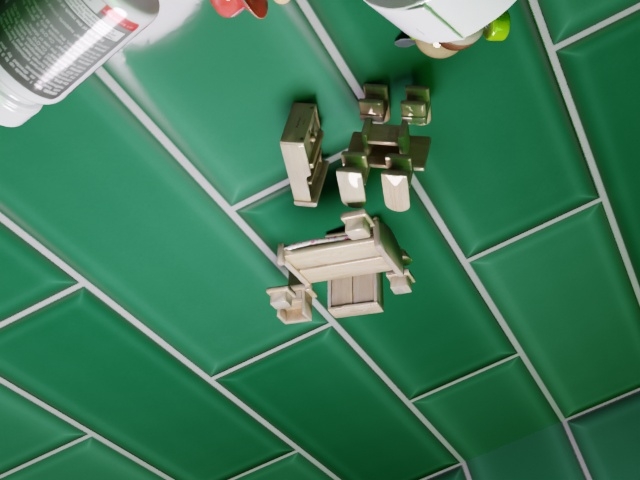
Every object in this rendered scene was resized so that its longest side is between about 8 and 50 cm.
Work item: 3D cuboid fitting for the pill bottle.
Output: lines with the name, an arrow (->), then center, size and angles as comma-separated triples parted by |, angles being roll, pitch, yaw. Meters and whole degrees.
pill bottle -> -0.381, -0.297, 1.393 | 0.283, 0.161, 0.161 | -34, 139, 21

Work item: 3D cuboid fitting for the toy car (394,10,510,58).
toy car -> 0.196, -0.358, 1.593 | 0.155, 0.149, 0.188 | -2, 168, -13

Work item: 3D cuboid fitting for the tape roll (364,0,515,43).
tape roll -> 0.176, -0.418, 1.349 | 0.286, 0.286, 0.100 | -38, 138, 25

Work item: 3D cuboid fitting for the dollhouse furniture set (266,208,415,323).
dollhouse furniture set -> 0.000, 0.000, 1.848 | 0.303, 0.173, 0.355 | -10, 151, 19

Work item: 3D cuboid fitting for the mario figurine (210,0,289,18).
mario figurine -> -0.026, -0.419, 1.371 | 0.320, 0.170, 0.198 | -39, 139, 24

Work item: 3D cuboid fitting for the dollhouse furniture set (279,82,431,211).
dollhouse furniture set -> 0.069, -0.144, 1.717 | 0.242, 0.212, 0.161 | 5, 143, 15
